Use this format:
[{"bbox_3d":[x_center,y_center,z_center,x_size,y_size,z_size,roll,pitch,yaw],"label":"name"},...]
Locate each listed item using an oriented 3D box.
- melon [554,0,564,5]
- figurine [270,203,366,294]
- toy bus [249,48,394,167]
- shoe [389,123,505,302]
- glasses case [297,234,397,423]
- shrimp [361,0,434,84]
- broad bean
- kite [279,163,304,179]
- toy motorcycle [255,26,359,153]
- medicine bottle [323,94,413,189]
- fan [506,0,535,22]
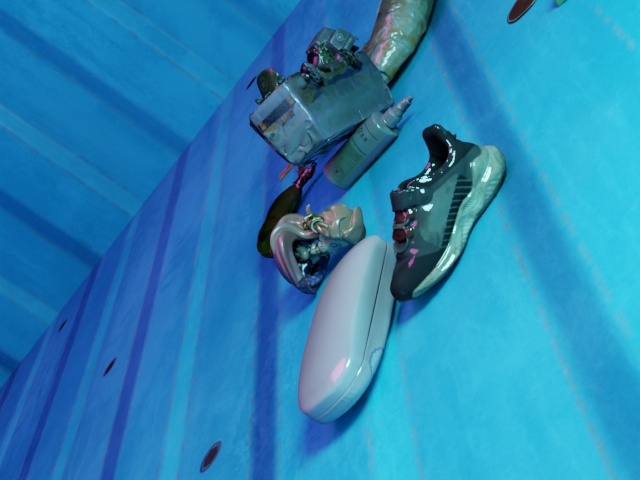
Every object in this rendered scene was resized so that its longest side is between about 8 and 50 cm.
[{"bbox_3d":[0.394,-0.443,1.716,0.262,0.053,0.114,-57,22,-8],"label":"melon"},{"bbox_3d":[-0.007,-0.005,1.873,0.157,0.126,0.114,-50,58,22],"label":"figurine"},{"bbox_3d":[0.013,-0.224,2.076,0.112,0.138,0.317,-40,-3,33],"label":"toy bus"},{"bbox_3d":[0.129,-0.039,1.522,0.227,0.112,0.099,-57,16,-14],"label":"shoe"},{"bbox_3d":[0.036,0.105,1.566,0.113,0.075,0.297,-45,17,35],"label":"glasses case"},{"bbox_3d":[0.149,-0.422,2.354,0.446,0.110,0.221,-66,10,-25],"label":"shrimp"},{"bbox_3d":[-0.062,-0.033,2.222,0.144,0.049,0.292,-47,16,24],"label":"broad bean"},{"bbox_3d":[-0.030,-0.189,2.538,0.183,0.014,0.241,-50,17,21],"label":"kite"},{"bbox_3d":[-0.018,-0.302,2.413,0.125,0.187,0.275,-34,24,54],"label":"toy motorcycle"},{"bbox_3d":[0.085,-0.166,2.044,0.199,0.057,0.058,-45,17,30],"label":"medicine bottle"},{"bbox_3d":[0.321,-0.380,1.885,0.133,0.005,0.085,-56,14,-3],"label":"fan"}]
